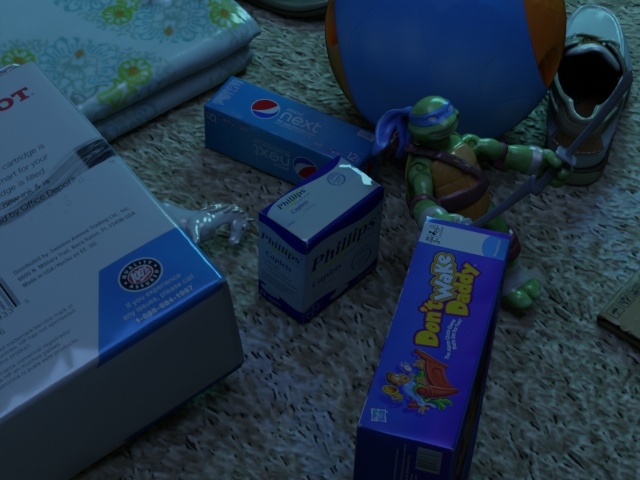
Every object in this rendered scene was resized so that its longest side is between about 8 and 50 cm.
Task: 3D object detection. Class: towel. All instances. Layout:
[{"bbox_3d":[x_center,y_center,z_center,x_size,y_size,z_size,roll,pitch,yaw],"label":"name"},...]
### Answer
[{"bbox_3d":[-0.310,-0.265,1.857,0.374,0.090,0.320,-32,56,-27],"label":"towel"}]

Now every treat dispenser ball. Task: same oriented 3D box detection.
[{"bbox_3d":[0.148,-0.252,1.732,0.288,0.288,0.288,1,48,-2],"label":"treat dispenser ball"}]

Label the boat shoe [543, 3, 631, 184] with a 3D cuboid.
[{"bbox_3d":[0.342,-0.208,1.826,0.113,0.103,0.302,8,48,4],"label":"boat shoe"}]

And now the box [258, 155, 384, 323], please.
[{"bbox_3d":[0.000,0.000,1.597,0.072,0.137,0.126,35,56,27],"label":"box"}]

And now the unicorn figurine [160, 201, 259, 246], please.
[{"bbox_3d":[-0.153,-0.010,1.652,0.162,0.060,0.111,23,55,14],"label":"unicorn figurine"}]

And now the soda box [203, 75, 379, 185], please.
[{"bbox_3d":[-0.035,-0.120,1.749,0.210,0.071,0.067,24,50,18],"label":"soda box"}]

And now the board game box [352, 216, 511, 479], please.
[{"bbox_3d":[0.091,0.184,1.295,0.078,0.347,0.233,13,48,10],"label":"board game box"}]

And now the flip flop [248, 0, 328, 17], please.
[{"bbox_3d":[-0.072,-0.381,1.978,0.277,0.080,0.112,20,50,15],"label":"flip flop"}]

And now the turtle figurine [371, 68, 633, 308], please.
[{"bbox_3d":[0.189,-0.018,1.517,0.275,0.266,0.198,-1,36,17],"label":"turtle figurine"}]

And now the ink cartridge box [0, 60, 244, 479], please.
[{"bbox_3d":[-0.309,0.034,1.511,0.285,0.166,0.395,-32,57,-17],"label":"ink cartridge box"}]

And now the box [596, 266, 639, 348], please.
[{"bbox_3d":[0.433,0.061,1.611,0.164,0.021,0.201,32,64,30],"label":"box"}]
